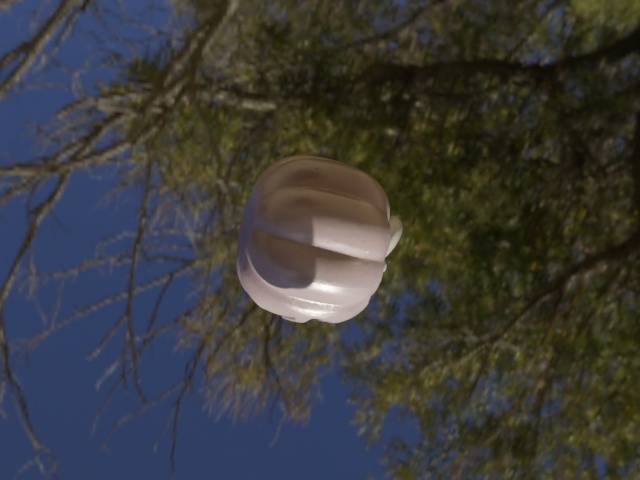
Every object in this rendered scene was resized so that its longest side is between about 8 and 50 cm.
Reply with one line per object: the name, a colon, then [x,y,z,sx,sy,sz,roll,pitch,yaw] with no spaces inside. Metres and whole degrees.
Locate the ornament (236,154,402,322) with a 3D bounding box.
ornament: [0.000,0.001,1.276,0.178,0.177,0.177,7,-135,-7]
